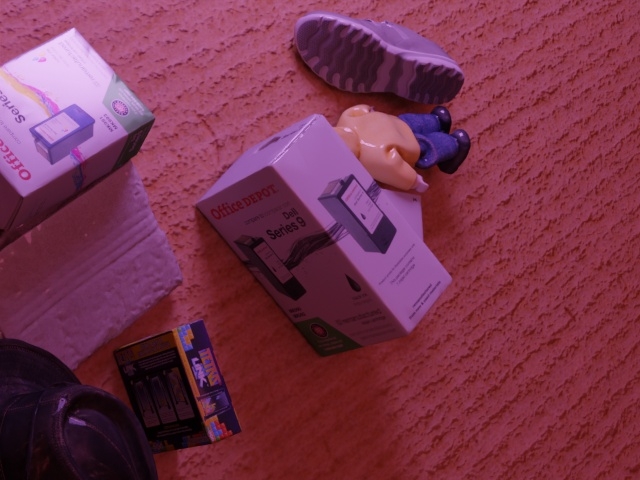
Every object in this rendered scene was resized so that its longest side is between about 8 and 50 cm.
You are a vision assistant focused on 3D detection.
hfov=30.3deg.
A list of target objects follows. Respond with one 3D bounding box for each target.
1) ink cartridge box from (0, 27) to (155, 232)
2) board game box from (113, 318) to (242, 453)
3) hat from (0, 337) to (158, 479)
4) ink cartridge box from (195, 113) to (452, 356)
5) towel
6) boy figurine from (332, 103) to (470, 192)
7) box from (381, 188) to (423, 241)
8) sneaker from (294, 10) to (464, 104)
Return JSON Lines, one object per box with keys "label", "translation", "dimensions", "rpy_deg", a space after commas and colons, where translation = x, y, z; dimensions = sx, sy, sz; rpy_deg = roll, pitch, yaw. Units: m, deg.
{"label": "ink cartridge box", "translation": [-0.325, -0.130, 1.374], "dimensions": [0.154, 0.093, 0.212], "rpy_deg": [48, 52, 5]}
{"label": "board game box", "translation": [-0.175, 0.179, 1.423], "dimensions": [0.048, 0.170, 0.141], "rpy_deg": [-17, 88, -36]}
{"label": "hat", "translation": [-0.257, 0.249, 1.275], "dimensions": [0.331, 0.134, 0.331], "rpy_deg": [55, 25, -41]}
{"label": "ink cartridge box", "translation": [0.000, 0.000, 1.577], "dimensions": [0.289, 0.211, 0.121], "rpy_deg": [50, 56, -12]}
{"label": "towel", "translation": [-0.296, 0.047, 1.426], "dimensions": [0.282, 0.049, 0.187], "rpy_deg": [-40, 120, -37]}
{"label": "boy figurine", "translation": [0.090, -0.131, 1.741], "dimensions": [0.285, 0.092, 0.177], "rpy_deg": [-13, 53, -36]}
{"label": "box", "translation": [0.086, -0.015, 1.719], "dimensions": [0.102, 0.087, 0.101], "rpy_deg": [8, 72, -34]}
{"label": "sneaker", "translation": [0.080, -0.287, 1.809], "dimensions": [0.281, 0.105, 0.115], "rpy_deg": [17, 34, -27]}
